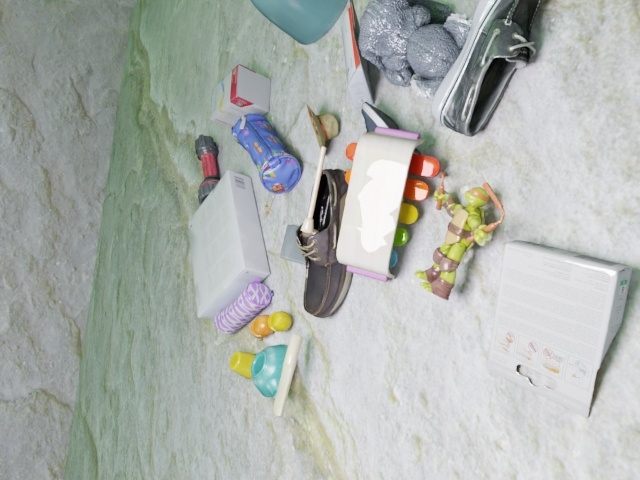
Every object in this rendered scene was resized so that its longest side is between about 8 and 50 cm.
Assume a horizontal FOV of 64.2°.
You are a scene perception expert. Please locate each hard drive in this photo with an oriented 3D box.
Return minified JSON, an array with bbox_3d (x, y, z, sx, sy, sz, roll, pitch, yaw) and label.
[{"bbox_3d":[-0.054,0.012,1.349,0.135,0.022,0.094,12,87,52],"label":"hard drive"}]

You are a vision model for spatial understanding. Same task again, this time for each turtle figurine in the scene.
[{"bbox_3d":[0.248,-0.014,0.931,0.269,0.087,0.218,-115,46,-66],"label":"turtle figurine"}]

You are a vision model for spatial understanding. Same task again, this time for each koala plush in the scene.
[{"bbox_3d":[0.205,-0.397,1.046,0.221,0.203,0.196,49,117,34],"label":"koala plush"}]

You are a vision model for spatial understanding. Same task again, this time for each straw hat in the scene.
[{"bbox_3d":[0.014,-0.298,1.331,0.061,0.145,0.145,-19,54,-1],"label":"straw hat"}]

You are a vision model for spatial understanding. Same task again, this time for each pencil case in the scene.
[{"bbox_3d":[-0.164,-0.266,1.494,0.119,0.133,0.306,-35,47,2],"label":"pencil case"},{"bbox_3d":[-0.224,0.190,1.451,0.206,0.086,0.088,-42,56,35],"label":"pencil case"}]

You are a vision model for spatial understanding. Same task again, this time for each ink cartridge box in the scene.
[{"bbox_3d":[-0.267,-0.466,1.689,0.176,0.128,0.128,-21,62,46],"label":"ink cartridge box"},{"bbox_3d":[0.071,-0.454,1.194,0.066,0.232,0.189,-12,65,16],"label":"ink cartridge box"},{"bbox_3d":[0.359,0.127,0.790,0.181,0.056,0.225,20,113,52],"label":"ink cartridge box"}]

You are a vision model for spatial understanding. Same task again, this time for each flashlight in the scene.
[{"bbox_3d":[-0.393,-0.247,1.795,0.103,0.103,0.304,-44,48,35],"label":"flashlight"}]

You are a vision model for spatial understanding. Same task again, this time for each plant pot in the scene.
[{"bbox_3d":[-0.083,-0.758,1.470,0.292,0.235,0.293,-22,61,46],"label":"plant pot"}]

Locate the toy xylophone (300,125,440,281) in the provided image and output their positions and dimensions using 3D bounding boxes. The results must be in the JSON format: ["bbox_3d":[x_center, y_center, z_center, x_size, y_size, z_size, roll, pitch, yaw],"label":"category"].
[{"bbox_3d":[0.094,-0.083,1.056,0.236,0.081,0.323,24,104,22],"label":"toy xylophone"}]

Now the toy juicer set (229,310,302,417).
[{"bbox_3d":[-0.105,0.289,1.280,0.329,0.089,0.209,13,75,60],"label":"toy juicer set"}]

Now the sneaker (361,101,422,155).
[{"bbox_3d":[0.113,-0.201,1.159,0.163,0.086,0.226,-49,46,26],"label":"sneaker"}]

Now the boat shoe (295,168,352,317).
[{"bbox_3d":[0.000,0.000,1.198,0.132,0.130,0.356,1,79,52],"label":"boat shoe"}]

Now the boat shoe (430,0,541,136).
[{"bbox_3d":[0.332,-0.345,0.931,0.119,0.121,0.335,47,126,38],"label":"boat shoe"}]

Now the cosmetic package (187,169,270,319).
[{"bbox_3d":[-0.299,0.015,1.596,0.284,0.097,0.378,-41,49,34],"label":"cosmetic package"}]

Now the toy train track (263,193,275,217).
[{"bbox_3d":[-0.154,-0.109,1.522,0.048,0.014,0.083,38,107,50],"label":"toy train track"}]
